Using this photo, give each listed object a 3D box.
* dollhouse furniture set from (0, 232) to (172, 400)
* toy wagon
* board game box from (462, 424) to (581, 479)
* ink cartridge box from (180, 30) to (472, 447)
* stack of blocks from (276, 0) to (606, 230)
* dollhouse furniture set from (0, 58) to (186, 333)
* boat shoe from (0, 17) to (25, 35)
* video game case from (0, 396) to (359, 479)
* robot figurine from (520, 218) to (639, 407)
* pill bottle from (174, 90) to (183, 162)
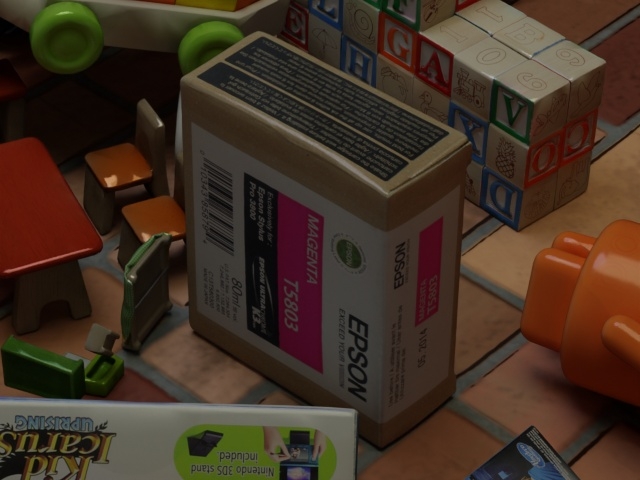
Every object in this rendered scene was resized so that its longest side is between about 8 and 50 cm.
[{"bbox_3d":[-0.165,0.056,1.409,0.058,0.076,0.151,17,43,18],"label":"dollhouse furniture set"},{"bbox_3d":[-0.200,-0.226,1.576,0.344,0.068,0.267,5,34,-20],"label":"toy wagon"},{"bbox_3d":[0.113,0.222,1.193,0.194,0.060,0.194,-14,53,-39],"label":"board game box"},{"bbox_3d":[0.000,0.000,1.358,0.193,0.234,0.088,30,48,32],"label":"ink cartridge box"},{"bbox_3d":[0.092,-0.160,1.605,0.087,0.171,0.297,-29,49,-31],"label":"stack of blocks"},{"bbox_3d":[-0.248,-0.056,1.496,0.262,0.135,0.259,-17,43,-21],"label":"dollhouse furniture set"},{"bbox_3d":[-0.284,-0.209,1.718,0.258,0.109,0.089,-17,22,-1],"label":"boat shoe"},{"bbox_3d":[-0.102,0.133,1.197,0.244,0.269,0.061,2,82,0],"label":"video game case"},{"bbox_3d":[0.253,0.063,1.373,0.219,0.158,0.128,18,75,19],"label":"robot figurine"},{"bbox_3d":[-0.028,-0.085,1.569,0.169,0.094,0.094,3,39,3],"label":"pill bottle"}]
